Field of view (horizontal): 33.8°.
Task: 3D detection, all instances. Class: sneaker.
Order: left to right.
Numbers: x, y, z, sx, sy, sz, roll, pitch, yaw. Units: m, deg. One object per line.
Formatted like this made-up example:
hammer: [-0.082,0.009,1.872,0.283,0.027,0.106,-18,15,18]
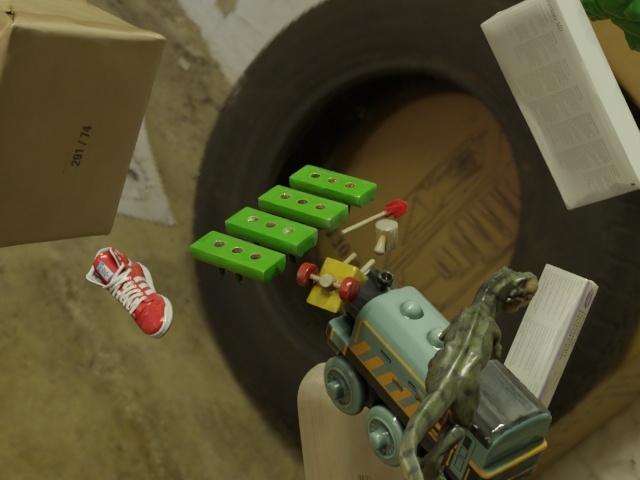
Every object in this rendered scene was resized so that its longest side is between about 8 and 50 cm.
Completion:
sneaker: [-0.189,0.049,1.033,0.067,0.042,0.118,37,7,-40]

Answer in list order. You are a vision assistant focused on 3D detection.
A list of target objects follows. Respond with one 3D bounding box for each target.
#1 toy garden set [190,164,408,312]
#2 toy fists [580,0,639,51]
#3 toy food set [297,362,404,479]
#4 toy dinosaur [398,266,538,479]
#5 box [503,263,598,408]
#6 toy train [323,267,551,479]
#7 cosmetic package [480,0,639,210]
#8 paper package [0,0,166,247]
toy garden set: [0.000,0.000,1.262,0.203,0.049,0.244,18,36,29]
toy fists: [0.441,-0.286,1.338,0.142,0.096,0.279,10,-1,39]
toy food set: [0.090,0.328,1.485,0.092,0.219,0.306,-12,97,-51]
toy dinosaur: [0.102,0.125,0.837,0.064,0.118,0.268,23,44,12]
box: [0.275,0.194,1.405,0.067,0.324,0.063,22,-1,31]
toy train: [0.126,0.178,1.238,0.142,0.190,0.334,-15,47,-32]
cosmetic package: [0.281,-0.161,1.186,0.060,0.099,0.239,-38,105,-44]
paper package: [-0.401,-0.165,1.450,0.168,0.325,0.309,29,20,25]
